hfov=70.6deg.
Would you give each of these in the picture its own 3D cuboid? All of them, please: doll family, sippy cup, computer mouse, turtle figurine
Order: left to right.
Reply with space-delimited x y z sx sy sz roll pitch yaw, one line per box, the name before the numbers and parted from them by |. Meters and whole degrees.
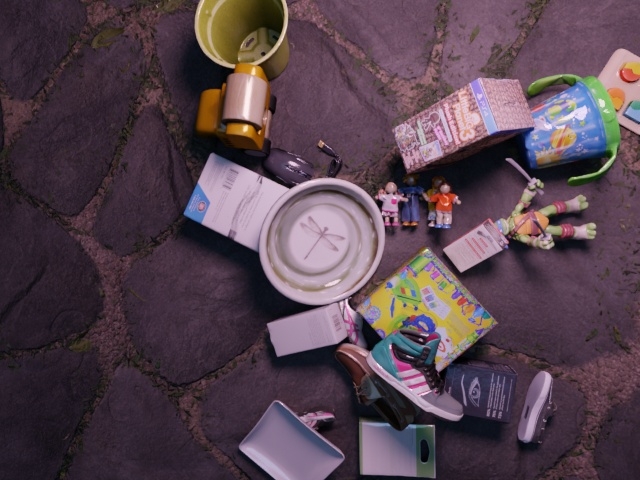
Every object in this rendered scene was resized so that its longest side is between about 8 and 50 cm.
computer mouse | -0.060 -0.258 1.479 0.262 0.060 0.184 32 95 7
doll family | 0.310 -0.127 1.411 0.263 0.118 0.163 4 97 27
turtle figurine | 0.650 -0.074 1.285 0.267 0.197 0.274 -4 127 -7
sippy cup | 0.687 -0.314 1.295 0.224 0.305 0.240 -20 121 19

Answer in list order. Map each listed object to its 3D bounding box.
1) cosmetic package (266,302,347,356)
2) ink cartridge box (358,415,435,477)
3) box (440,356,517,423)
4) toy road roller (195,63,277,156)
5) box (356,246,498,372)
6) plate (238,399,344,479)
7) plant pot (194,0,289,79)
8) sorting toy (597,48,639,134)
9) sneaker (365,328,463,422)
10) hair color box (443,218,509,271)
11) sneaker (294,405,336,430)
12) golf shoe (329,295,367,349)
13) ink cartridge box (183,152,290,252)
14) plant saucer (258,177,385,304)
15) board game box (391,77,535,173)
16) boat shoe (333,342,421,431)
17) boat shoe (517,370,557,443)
cosmetic package | -0.044 0.284 1.433 0.231 0.085 0.117 -18 88 28
ink cartridge box | 0.240 0.653 1.433 0.235 0.056 0.171 -1 90 5
box | 0.469 0.445 1.372 0.207 0.108 0.153 9 91 9
toy road roller | -0.274 -0.385 1.374 0.241 0.329 0.202 7 87 1
box | 0.310 0.215 1.362 0.279 0.177 0.290 -42 84 7
plate | -0.093 0.669 1.453 0.277 0.045 0.278 37 116 7
plant pot | -0.210 -0.627 1.406 0.276 0.254 0.275 0 90 8
sorting toy | 0.927 -0.442 1.341 0.208 0.038 0.193 32 95 8
sneaker | 0.291 0.340 1.223 0.296 0.124 0.178 34 105 8
hair color box | 0.463 0.017 1.355 0.093 0.053 0.167 53 141 5
sneaker | -0.028 0.596 1.474 0.178 0.072 0.077 -17 95 19
golf shoe | 0.108 0.265 1.448 0.086 0.067 0.186 -31 85 7
ink cartridge box | -0.247 -0.114 1.471 0.308 0.129 0.223 26 93 8
plant saucer | 0.000 0.000 1.404 0.401 0.100 0.400 -5 106 -17
board game box | 0.394 -0.314 1.261 0.291 0.232 0.141 -22 86 48
boat shoe | 0.164 0.450 1.393 0.324 0.123 0.116 40 52 8
boat shoe | 0.666 0.508 1.359 0.076 0.080 0.228 15 93 2
